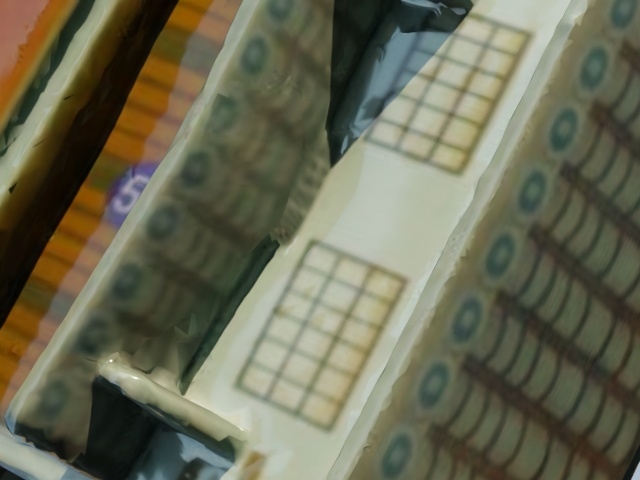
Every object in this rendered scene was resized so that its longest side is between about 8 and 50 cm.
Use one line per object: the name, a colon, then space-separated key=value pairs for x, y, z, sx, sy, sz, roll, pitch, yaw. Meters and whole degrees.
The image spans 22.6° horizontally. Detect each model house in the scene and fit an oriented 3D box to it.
model house: x=0.000 y=0.000 z=0.454 sx=0.224 sy=0.215 sz=0.198 roll=-61 pitch=-23 yaw=-10
